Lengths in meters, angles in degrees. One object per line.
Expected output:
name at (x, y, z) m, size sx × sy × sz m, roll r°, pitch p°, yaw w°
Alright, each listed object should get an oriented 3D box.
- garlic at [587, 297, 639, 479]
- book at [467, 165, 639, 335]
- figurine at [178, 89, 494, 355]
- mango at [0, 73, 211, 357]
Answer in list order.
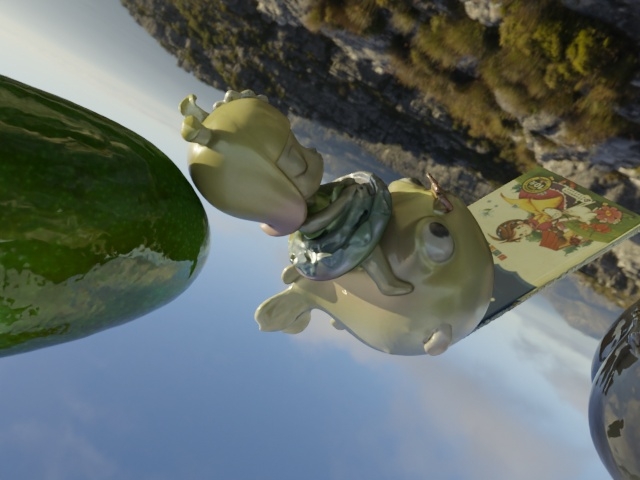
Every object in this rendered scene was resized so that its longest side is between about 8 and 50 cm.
garlic at (0.361, 0.151, 0.437) m, size 0.210 × 0.237 × 0.292 m, roll -28°, pitch -89°, yaw -47°
book at (0.290, 0.002, 0.790) m, size 0.018 × 0.322 × 0.228 m, roll 63°, pitch 174°, yaw -34°
figurine at (0.000, 0.000, 0.551) m, size 0.394 × 0.274 × 0.227 m, roll 37°, pitch -161°, yaw -29°
mango at (-0.253, -0.011, 0.394) m, size 0.381 × 0.225 × 0.201 m, roll 15°, pitch -179°, yaw -45°
